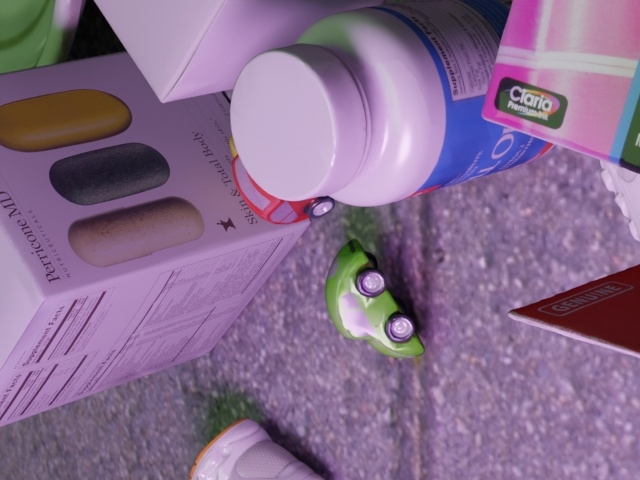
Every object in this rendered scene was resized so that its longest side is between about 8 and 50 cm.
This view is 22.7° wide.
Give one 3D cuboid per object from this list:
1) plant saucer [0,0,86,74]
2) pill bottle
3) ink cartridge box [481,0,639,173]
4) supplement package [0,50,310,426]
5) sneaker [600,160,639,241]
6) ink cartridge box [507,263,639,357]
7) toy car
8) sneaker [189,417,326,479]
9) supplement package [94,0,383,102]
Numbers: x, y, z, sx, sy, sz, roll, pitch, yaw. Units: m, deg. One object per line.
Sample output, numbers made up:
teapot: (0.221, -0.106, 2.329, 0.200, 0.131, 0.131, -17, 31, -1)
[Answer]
plant saucer: (-0.306, -0.291, 1.407, 0.400, 0.100, 0.400, 17, 115, 41)
pill bottle: (0.052, -0.089, 1.014, 0.124, 0.221, 0.124, 17, 114, 42)
ink cartridge box: (0.220, -0.214, 0.857, 0.176, 0.069, 0.371, 23, 104, 30)
supplement package: (-0.193, -0.006, 1.261, 0.199, 0.262, 0.198, 55, 134, 18)
sneaker: (0.224, -0.024, 0.966, 0.092, 0.087, 0.229, 1, 95, 48)
ink cartridge box: (0.281, 0.011, 0.756, 0.261, 0.296, 0.066, 19, 115, 41)
toy car: (0.000, 0.000, 1.157, 0.225, 0.053, 0.239, 57, -177, -12)
sneaker: (-0.056, 0.287, 1.337, 0.121, 0.099, 0.262, 27, 121, 33)
supplement package: (-0.087, -0.271, 1.134, 0.293, 0.177, 0.175, 56, 134, 19)
